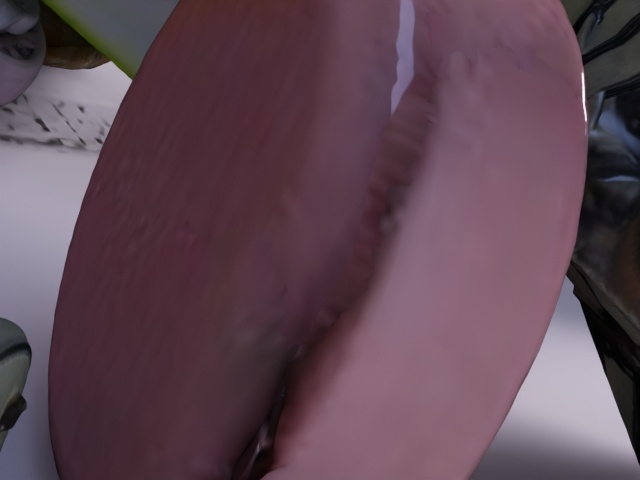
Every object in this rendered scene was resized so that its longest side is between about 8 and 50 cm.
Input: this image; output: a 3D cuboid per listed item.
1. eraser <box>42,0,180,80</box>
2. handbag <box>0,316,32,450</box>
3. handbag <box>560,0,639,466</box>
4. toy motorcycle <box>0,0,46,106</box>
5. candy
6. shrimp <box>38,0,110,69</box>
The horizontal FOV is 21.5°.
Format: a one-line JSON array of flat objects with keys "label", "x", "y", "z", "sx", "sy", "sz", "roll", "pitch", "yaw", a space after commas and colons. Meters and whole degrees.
[{"label": "eraser", "x": -0.130, "y": -0.183, "z": 0.829, "sx": 0.274, "sy": 0.092, "sz": 0.210, "roll": 40, "pitch": 8, "yaw": -18}, {"label": "handbag", "x": -0.245, "y": 0.010, "z": 0.436, "sx": 0.315, "sy": 0.109, "sz": 0.241, "roll": 31, "pitch": 17, "yaw": 4}, {"label": "handbag", "x": 0.186, "y": 0.036, "z": 0.720, "sx": 0.325, "sy": 0.162, "sz": 0.327, "roll": 64, "pitch": 20, "yaw": -19}, {"label": "toy motorcycle", "x": -0.203, "y": -0.084, "z": 0.710, "sx": 0.112, "sy": 0.112, "sz": 0.254, "roll": 42, "pitch": 19, "yaw": 22}, {"label": "candy", "x": -0.009, "y": 0.002, "z": 0.578, "sx": 0.094, "sy": 0.255, "sz": 0.255, "roll": 21, "pitch": 25, "yaw": -25}, {"label": "shrimp", "x": -0.230, "y": -0.172, "z": 0.891, "sx": 0.289, "sy": 0.075, "sz": 0.178, "roll": 39, "pitch": 23, "yaw": -17}]
